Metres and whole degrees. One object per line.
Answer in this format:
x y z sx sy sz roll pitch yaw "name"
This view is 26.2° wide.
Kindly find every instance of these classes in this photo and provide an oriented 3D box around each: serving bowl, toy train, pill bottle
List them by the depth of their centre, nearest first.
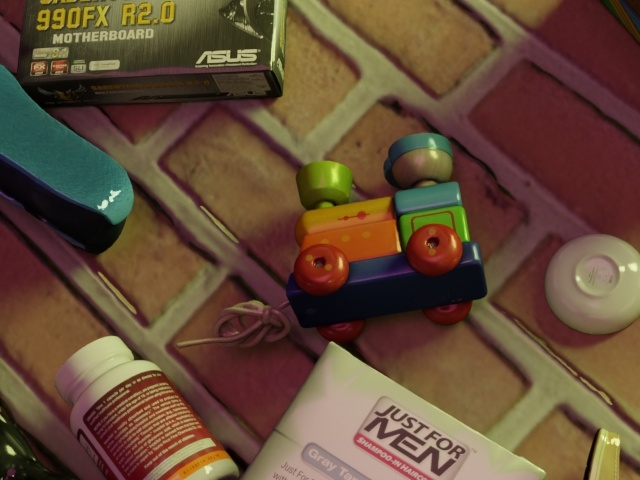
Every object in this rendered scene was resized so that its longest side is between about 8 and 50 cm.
-0.139 0.150 1.071 0.086 0.086 0.152 -39 69 -5 "pill bottle"
0.218 0.031 1.081 0.083 0.027 0.083 -3 70 8 "serving bowl"
0.000 0.000 1.098 0.248 0.105 0.143 -10 59 7 "toy train"

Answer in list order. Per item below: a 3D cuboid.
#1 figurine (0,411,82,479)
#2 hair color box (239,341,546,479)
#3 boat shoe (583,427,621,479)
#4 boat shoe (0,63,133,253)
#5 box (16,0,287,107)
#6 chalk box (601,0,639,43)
-0.223 0.251 1.024 0.209 0.092 0.215 31 108 25 "figurine"
-0.011 0.284 0.986 0.185 0.113 0.374 30 79 18 "hair color box"
0.214 0.207 1.010 0.045 0.050 0.135 6 81 9 "boat shoe"
-0.277 -0.073 1.165 0.258 0.089 0.109 41 51 17 "boat shoe"
-0.144 -0.214 1.219 0.231 0.056 0.183 -1 71 10 "box"
0.359 -0.195 1.059 0.180 0.179 0.289 -33 69 -4 "chalk box"
